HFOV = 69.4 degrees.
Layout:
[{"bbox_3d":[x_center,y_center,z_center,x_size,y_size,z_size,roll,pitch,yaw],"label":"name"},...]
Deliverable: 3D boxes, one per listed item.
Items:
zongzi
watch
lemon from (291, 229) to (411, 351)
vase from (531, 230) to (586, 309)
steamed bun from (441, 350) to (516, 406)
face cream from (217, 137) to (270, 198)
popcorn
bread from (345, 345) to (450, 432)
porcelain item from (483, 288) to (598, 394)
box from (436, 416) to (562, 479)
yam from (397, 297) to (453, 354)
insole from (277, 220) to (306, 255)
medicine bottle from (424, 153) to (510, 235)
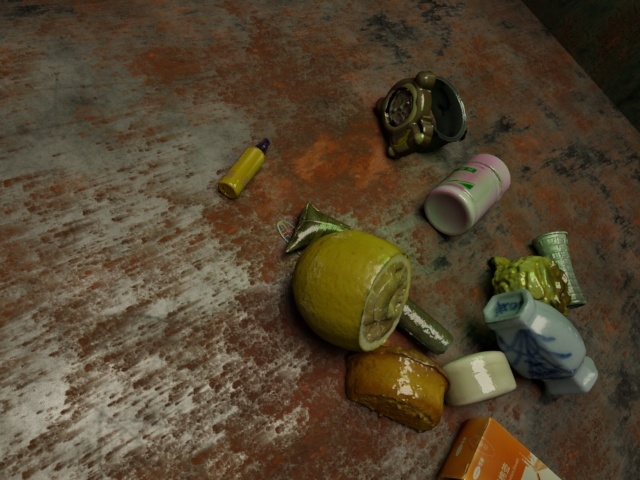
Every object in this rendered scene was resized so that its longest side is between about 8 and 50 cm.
[{"bbox_3d":[0.002,0.002,1.538,0.205,0.094,0.204,28,52,-8],"label":"zongzi"},{"bbox_3d":[0.442,-0.497,1.917,0.326,0.314,0.335,4,77,-33],"label":"watch"},{"bbox_3d":[0.074,0.134,1.376,0.364,0.364,0.364,10,61,-18],"label":"lemon"},{"bbox_3d":[0.968,0.124,1.865,0.143,0.143,0.299,2,66,-22],"label":"vase"},{"bbox_3d":[0.515,0.440,1.487,0.241,0.164,0.146,-4,64,-25],"label":"steamed bun"},{"bbox_3d":[-0.247,-0.261,1.586,0.078,0.078,0.273,33,57,-4],"label":"face cream"},{"bbox_3d":[0.776,0.177,1.691,0.293,0.237,0.293,23,53,-34],"label":"popcorn"},{"bbox_3d":[0.246,0.427,1.372,0.340,0.179,0.194,27,57,-7],"label":"bread"},{"bbox_3d":[0.734,0.346,1.549,0.405,0.242,0.178,43,52,-17],"label":"porcelain item"},{"bbox_3d":[0.542,0.723,1.365,0.341,0.143,0.225,41,56,3],"label":"box"},{"bbox_3d":[0.311,0.268,1.529,0.259,0.106,0.106,42,56,1],"label":"yam"},{"bbox_3d":[-0.078,0.007,1.559,0.065,0.006,0.193,-33,79,-32],"label":"insole"},{"bbox_3d":[0.576,-0.183,1.812,0.325,0.212,0.212,-38,83,-32],"label":"medicine bottle"}]
